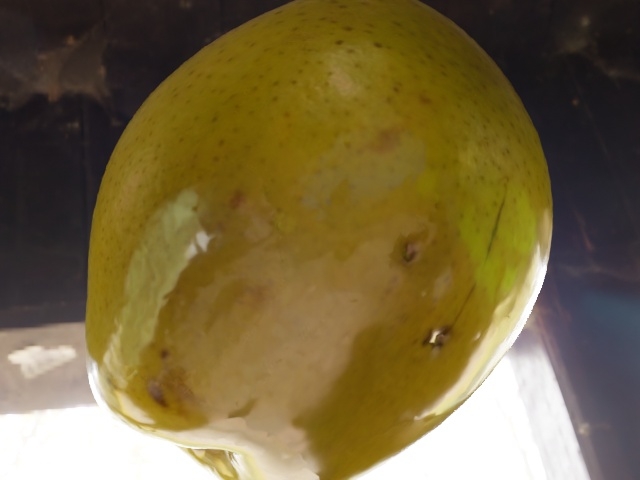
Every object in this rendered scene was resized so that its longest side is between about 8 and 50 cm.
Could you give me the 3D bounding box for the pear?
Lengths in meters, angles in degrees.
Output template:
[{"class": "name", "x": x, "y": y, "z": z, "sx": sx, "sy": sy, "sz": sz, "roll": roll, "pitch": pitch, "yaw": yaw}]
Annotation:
[{"class": "pear", "x": 0.000, "y": 0.000, "z": 0.945, "sx": 0.362, "sy": 0.418, "sz": 0.362, "roll": 24, "pitch": -24, "yaw": 11}]
